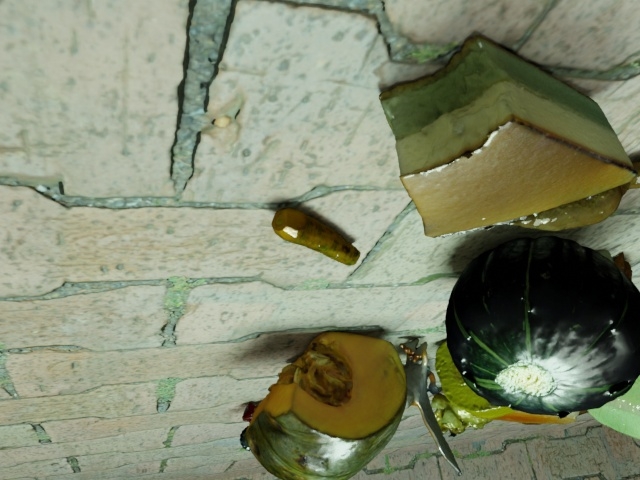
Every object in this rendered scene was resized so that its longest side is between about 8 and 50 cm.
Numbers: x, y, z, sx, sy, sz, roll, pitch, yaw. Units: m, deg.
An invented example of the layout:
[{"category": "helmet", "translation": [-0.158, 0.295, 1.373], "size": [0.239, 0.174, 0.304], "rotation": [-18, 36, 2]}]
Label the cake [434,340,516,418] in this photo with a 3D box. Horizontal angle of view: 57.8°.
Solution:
[{"category": "cake", "translation": [0.400, 0.290, 1.294], "size": [0.260, 0.179, 0.156], "rotation": [-22, 151, 21]}]

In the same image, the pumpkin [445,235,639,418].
[{"category": "pumpkin", "translation": [0.348, 0.112, 0.903], "size": [0.295, 0.296, 0.296], "rotation": [-8, 152, -4]}]

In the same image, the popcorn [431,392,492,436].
[{"category": "popcorn", "translation": [0.429, 0.509, 1.769], "size": [0.195, 0.174, 0.168], "rotation": [-17, 175, -7]}]

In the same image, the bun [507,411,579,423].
[{"category": "bun", "translation": [0.528, 0.390, 1.542], "size": [0.298, 0.165, 0.299], "rotation": [4, 158, 2]}]

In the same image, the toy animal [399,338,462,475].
[{"category": "toy animal", "translation": [0.234, 0.337, 1.335], "size": [0.225, 0.284, 0.302], "rotation": [7, 121, 19]}]

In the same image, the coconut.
[{"category": "coconut", "translation": [0.826, 0.366, 1.481], "size": [0.328, 0.281, 0.328], "rotation": [-2, 155, -1]}]

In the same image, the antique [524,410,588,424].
[{"category": "antique", "translation": [0.791, 0.531, 1.940], "size": [0.223, 0.129, 0.278], "rotation": [11, 145, -36]}]

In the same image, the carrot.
[{"category": "carrot", "translation": [0.000, 0.000, 0.753], "size": [0.042, 0.042, 0.170], "rotation": [-25, 149, 26]}]

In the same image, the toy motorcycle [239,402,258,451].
[{"category": "toy motorcycle", "translation": [-0.121, 0.476, 1.554], "size": [0.213, 0.122, 0.082], "rotation": [-13, 179, -23]}]

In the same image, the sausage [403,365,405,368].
[{"category": "sausage", "translation": [0.140, 0.363, 1.486], "size": [0.186, 0.043, 0.043], "rotation": [-24, 150, 24]}]

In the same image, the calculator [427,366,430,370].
[{"category": "calculator", "translation": [0.223, 0.363, 1.541], "size": [0.094, 0.019, 0.141], "rotation": [9, 147, -39]}]

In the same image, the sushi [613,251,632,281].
[{"category": "sushi", "translation": [0.547, 0.068, 1.068], "size": [0.052, 0.055, 0.120], "rotation": [-13, 144, 28]}]

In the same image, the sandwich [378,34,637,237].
[{"category": "sandwich", "translation": [0.182, -0.102, 0.553], "size": [0.220, 0.108, 0.186], "rotation": [-16, 153, 13]}]

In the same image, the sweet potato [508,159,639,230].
[{"category": "sweet potato", "translation": [0.351, -0.061, 0.737], "size": [0.269, 0.075, 0.075], "rotation": [-19, 153, -4]}]

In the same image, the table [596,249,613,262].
[{"category": "table", "translation": [0.471, 0.072, 1.016], "size": [0.062, 0.079, 0.083], "rotation": [-5, 154, -7]}]

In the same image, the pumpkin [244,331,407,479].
[{"category": "pumpkin", "translation": [0.022, 0.333, 1.146], "size": [0.256, 0.303, 0.225], "rotation": [33, 136, 0]}]
